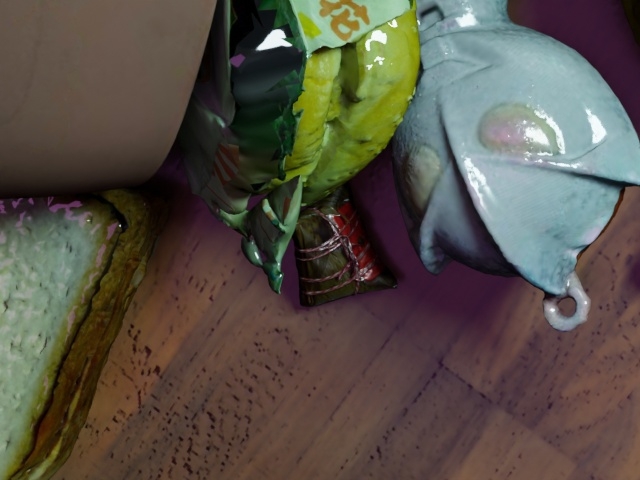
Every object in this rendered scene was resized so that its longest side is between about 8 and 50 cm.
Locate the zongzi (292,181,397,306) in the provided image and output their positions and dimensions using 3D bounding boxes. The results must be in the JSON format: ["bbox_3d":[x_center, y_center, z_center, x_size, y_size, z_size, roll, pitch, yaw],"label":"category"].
[{"bbox_3d":[0.000,0.000,0.998,0.067,0.073,0.083,-10,92,29],"label":"zongzi"}]

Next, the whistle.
[{"bbox_3d":[0.087,-0.109,0.953,0.142,0.133,0.346,-31,76,51],"label":"whistle"}]

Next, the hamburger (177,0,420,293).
[{"bbox_3d":[-0.023,-0.090,0.917,0.125,0.214,0.235,-9,66,-18],"label":"hamburger"}]

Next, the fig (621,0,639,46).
[{"bbox_3d":[0.217,-0.128,0.910,0.190,0.190,0.290,38,119,5],"label":"fig"}]

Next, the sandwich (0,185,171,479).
[{"bbox_3d":[-0.262,0.032,1.035,0.273,0.095,0.249,25,99,8],"label":"sandwich"}]

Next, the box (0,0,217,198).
[{"bbox_3d":[-0.183,-0.160,0.881,0.216,0.301,0.301,10,98,-22],"label":"box"}]
